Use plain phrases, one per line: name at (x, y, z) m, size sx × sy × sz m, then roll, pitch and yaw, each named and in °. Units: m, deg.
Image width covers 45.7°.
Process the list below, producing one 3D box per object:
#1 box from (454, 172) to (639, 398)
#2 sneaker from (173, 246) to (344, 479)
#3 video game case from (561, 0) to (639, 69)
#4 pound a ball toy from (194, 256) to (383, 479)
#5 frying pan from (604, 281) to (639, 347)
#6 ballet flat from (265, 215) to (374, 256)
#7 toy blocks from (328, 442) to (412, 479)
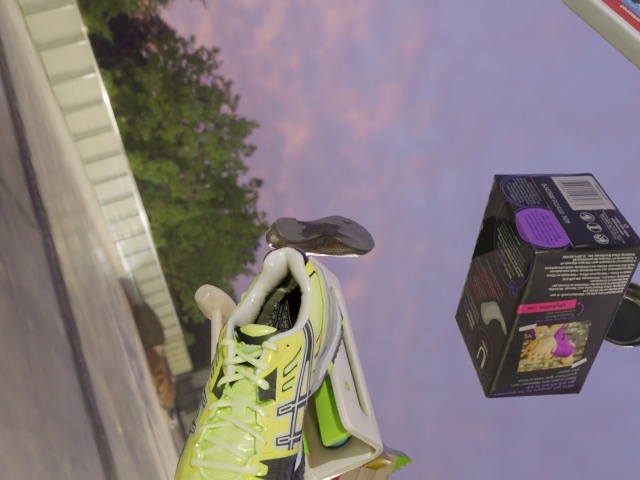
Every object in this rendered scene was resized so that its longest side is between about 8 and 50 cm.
box at (0.292, 0.063, 1.015) m, size 0.165 × 0.143 × 0.270 m, roll -102°, pitch -166°, yaw -49°
sneaker at (-0.082, 0.173, 0.815) m, size 0.147 × 0.145 × 0.385 m, roll 72°, pitch 25°, yaw -46°
video game case at (0.385, -0.212, 0.715) m, size 0.204 × 0.285 × 0.025 m, roll 51°, pitch -31°, yaw 21°
pound a ball toy at (-0.048, 0.177, 1.067) m, size 0.136 × 0.208 × 0.319 m, roll 44°, pitch 24°, yaw -46°
frying pan at (0.832, 0.202, 1.927) m, size 0.053 × 0.326 × 0.197 m, roll 84°, pitch 22°, yaw -56°
ballet flat at (0.000, 0.000, 1.381) m, size 0.058 × 0.249 × 0.084 m, roll -50°, pitch -124°, yaw 33°
toy blocks at (0.007, 0.594, 1.854) m, size 0.190 × 0.381 × 0.261 m, roll 26°, pitch -88°, yaw 60°
